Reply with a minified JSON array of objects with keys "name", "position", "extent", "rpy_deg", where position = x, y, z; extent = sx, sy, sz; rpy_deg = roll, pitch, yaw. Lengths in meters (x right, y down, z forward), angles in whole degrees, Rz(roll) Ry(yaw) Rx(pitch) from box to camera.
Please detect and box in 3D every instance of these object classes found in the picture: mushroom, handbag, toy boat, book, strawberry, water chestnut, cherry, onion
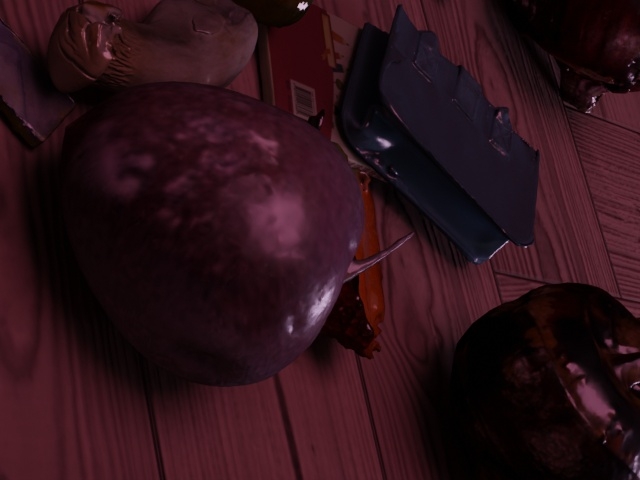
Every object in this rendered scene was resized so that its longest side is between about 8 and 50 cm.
[{"name":"mushroom","position":[-0.131,-0.149,1.157],"extent":[0.223,0.081,0.092],"rpy_deg":[-25,99,-60]},{"name":"handbag","position":[0.120,-0.103,1.431],"extent":[0.229,0.062,0.179],"rpy_deg":[42,39,-27]},{"name":"toy boat","position":[-0.232,-0.125,1.079],"extent":[0.115,0.016,0.063],"rpy_deg":[51,35,-16]},{"name":"book","position":[0.028,-0.140,1.405],"extent":[0.232,0.022,0.162],"rpy_deg":[19,56,-44]},{"name":"strawberry","position":[0.000,-0.003,1.226],"extent":[0.140,0.085,0.192],"rpy_deg":[-72,147,-63]},{"name":"water chestnut","position":[0.229,0.135,1.302],"extent":[0.224,0.238,0.223],"rpy_deg":[40,30,-28]},{"name":"cherry","position":[-0.070,-0.006,1.060],"extent":[0.266,0.183,0.213],"rpy_deg":[30,41,-10]},{"name":"onion","position":[0.335,-0.254,1.719],"extent":[0.252,0.219,0.252],"rpy_deg":[17,18,-6]}]

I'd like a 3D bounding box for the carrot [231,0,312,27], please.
[{"name":"carrot","position":[-0.132,-0.265,1.249],"extent":[0.298,0.078,0.078],"rpy_deg":[22,51,-31]}]
